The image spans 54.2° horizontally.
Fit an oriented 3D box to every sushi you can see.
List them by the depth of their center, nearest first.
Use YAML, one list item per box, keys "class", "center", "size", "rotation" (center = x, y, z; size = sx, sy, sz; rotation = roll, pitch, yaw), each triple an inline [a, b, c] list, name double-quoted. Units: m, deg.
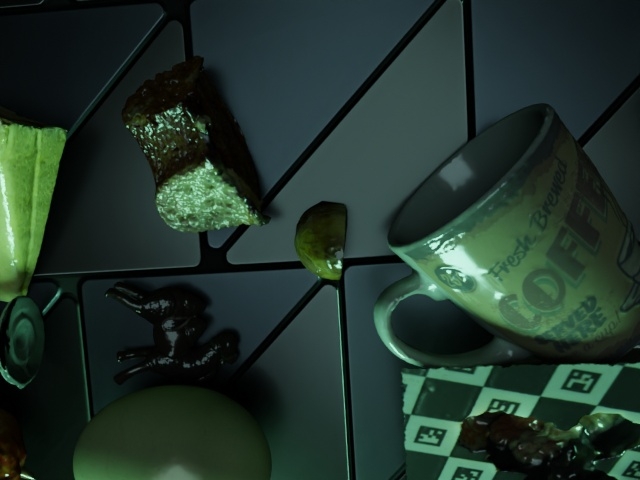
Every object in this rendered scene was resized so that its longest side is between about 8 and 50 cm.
- class: "sushi"
  center: [0.270, 0.233, 0.749]
  size: [0.340, 0.068, 0.319]
  rotation: [-3, 125, 7]

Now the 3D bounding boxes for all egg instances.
- class: "egg"
  center: [-0.179, 0.269, 0.759]
  size: [0.242, 0.186, 0.185]
  rotation: [4, 96, 5]

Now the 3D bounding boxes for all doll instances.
- class: "doll"
  center: [-0.190, 0.123, 0.814]
  size: [0.165, 0.057, 0.138]
  rotation: [0, 94, -5]

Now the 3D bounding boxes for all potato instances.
- class: "potato"
  center: [0.000, 0.000, 0.765]
  size: [0.067, 0.103, 0.096]
  rotation: [3, 94, 0]

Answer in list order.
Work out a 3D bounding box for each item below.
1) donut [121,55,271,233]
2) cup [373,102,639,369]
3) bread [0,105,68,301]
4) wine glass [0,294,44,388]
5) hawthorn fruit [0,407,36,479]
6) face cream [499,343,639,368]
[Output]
- class: "donut"
  center: [-0.151, -0.105, 0.765]
  size: [0.126, 0.144, 0.186]
  rotation: [-18, 124, 11]
- class: "cup"
  center: [0.210, 0.043, 0.693]
  size: [0.301, 0.227, 0.257]
  rotation: [-44, 97, -1]
- class: "bread"
  center: [-0.437, -0.044, 0.759]
  size: [0.168, 0.163, 0.263]
  rotation: [15, 97, 1]
- class: "wine glass"
  center: [-0.491, 0.129, 0.798]
  size: [0.242, 0.126, 0.126]
  rotation: [-1, 95, 1]
- class: "hawthorn fruit"
  center: [-0.480, 0.274, 0.800]
  size: [0.179, 0.173, 0.173]
  rotation: [-16, 94, -17]
- class: "face cream"
  center: [0.398, 0.146, 0.771]
  size: [0.342, 0.084, 0.137]
  rotation: [-25, 103, 13]
